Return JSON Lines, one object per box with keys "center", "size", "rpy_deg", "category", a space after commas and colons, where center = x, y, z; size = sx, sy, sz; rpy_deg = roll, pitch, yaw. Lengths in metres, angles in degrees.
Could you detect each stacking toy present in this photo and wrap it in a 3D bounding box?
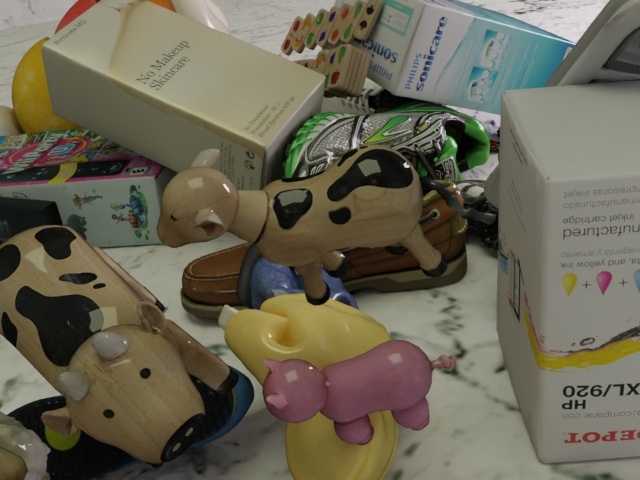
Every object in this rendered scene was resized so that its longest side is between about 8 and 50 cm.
{"center": [-0.363, -0.242, 1.228], "size": [0.480, 0.351, 0.350], "rpy_deg": [-25, 28, 2], "category": "stacking toy"}

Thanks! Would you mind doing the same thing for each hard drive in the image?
{"center": [-0.361, -0.006, 0.920], "size": [0.135, 0.094, 0.022], "rpy_deg": [6, 31, 24], "category": "hard drive"}

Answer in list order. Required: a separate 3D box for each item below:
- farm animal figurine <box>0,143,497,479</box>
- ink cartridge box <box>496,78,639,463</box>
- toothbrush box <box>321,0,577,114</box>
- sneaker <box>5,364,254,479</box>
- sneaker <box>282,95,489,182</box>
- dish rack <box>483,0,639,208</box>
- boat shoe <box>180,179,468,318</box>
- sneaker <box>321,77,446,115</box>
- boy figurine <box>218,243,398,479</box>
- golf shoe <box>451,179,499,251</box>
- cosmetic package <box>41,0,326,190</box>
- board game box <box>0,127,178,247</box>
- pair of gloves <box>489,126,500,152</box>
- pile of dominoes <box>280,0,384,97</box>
{"center": [-0.100, 0.061, 0.481], "size": [0.326, 0.172, 0.330], "rpy_deg": [14, 65, 31], "category": "farm animal figurine"}
{"center": [0.229, 0.018, 0.570], "size": [0.171, 0.233, 0.168], "rpy_deg": [-5, 29, 5], "category": "ink cartridge box"}
{"center": [0.185, -0.276, 1.104], "size": [0.295, 0.126, 0.216], "rpy_deg": [3, 27, -31], "category": "toothbrush box"}
{"center": [-0.154, 0.147, 0.622], "size": [0.209, 0.069, 0.082], "rpy_deg": [-15, -10, 7], "category": "sneaker"}
{"center": [0.085, -0.102, 0.948], "size": [0.146, 0.134, 0.343], "rpy_deg": [18, 36, 39], "category": "sneaker"}
{"center": [0.337, -0.108, 0.677], "size": [0.332, 0.285, 0.072], "rpy_deg": [8, 58, -12], "category": "dish rack"}
{"center": [0.000, 0.000, 0.803], "size": [0.307, 0.104, 0.111], "rpy_deg": [-11, 27, -7], "category": "boat shoe"}
{"center": [0.080, -0.242, 1.261], "size": [0.258, 0.094, 0.091], "rpy_deg": [1, 22, 15], "category": "sneaker"}
{"center": [0.008, 0.097, 0.629], "size": [0.177, 0.092, 0.285], "rpy_deg": [13, 24, -21], "category": "boy figurine"}
{"center": [0.199, -0.034, 0.851], "size": [0.198, 0.077, 0.094], "rpy_deg": [19, 37, 40], "category": "golf shoe"}
{"center": [-0.167, -0.181, 0.960], "size": [0.309, 0.113, 0.160], "rpy_deg": [25, 52, 11], "category": "cosmetic package"}
{"center": [-0.337, -0.077, 1.054], "size": [0.303, 0.097, 0.224], "rpy_deg": [-5, 26, 6], "category": "board game box"}
{"center": [0.262, -0.149, 1.127], "size": [0.083, 0.010, 0.074], "rpy_deg": [-17, 28, -19], "category": "pair of gloves"}
{"center": [-0.020, -0.240, 1.078], "size": [0.040, 0.196, 0.251], "rpy_deg": [16, -2, -34], "category": "pile of dominoes"}
